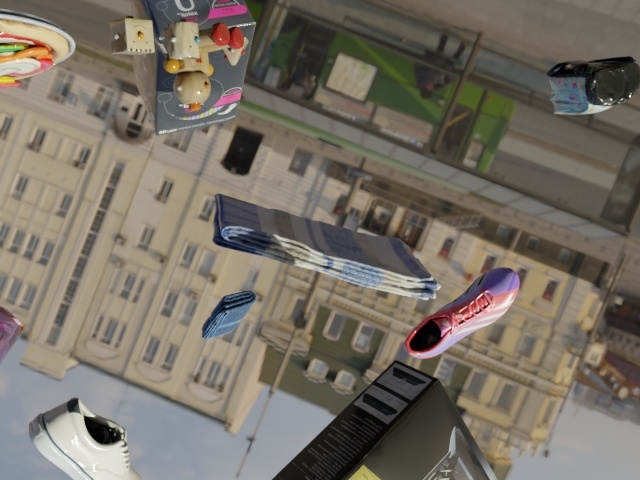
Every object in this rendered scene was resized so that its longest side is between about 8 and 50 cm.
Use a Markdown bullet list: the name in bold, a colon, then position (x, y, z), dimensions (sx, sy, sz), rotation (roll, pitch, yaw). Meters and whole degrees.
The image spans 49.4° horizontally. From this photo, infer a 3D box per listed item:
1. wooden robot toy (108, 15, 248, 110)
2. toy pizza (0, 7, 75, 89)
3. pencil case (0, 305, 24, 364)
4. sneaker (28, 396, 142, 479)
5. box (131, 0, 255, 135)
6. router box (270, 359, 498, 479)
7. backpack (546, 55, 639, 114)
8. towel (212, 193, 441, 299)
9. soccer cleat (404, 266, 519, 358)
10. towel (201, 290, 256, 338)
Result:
- **wooden robot toy**: position (-0.119, -0.163, 0.658), dimensions (0.076, 0.079, 0.173), rotation (3, -170, 26)
- **toy pizza**: position (-0.306, -0.148, 0.573), dimensions (0.201, 0.032, 0.201), rotation (-8, -178, 0)
- **pencil case**: position (-0.602, 0.231, 1.134), dimensions (0.124, 0.284, 0.124), rotation (23, 164, 7)
- **sneaker**: position (-0.340, 0.340, 1.094), dimensions (0.258, 0.091, 0.094), rotation (59, -179, -43)
- **box**: position (-0.228, -0.325, 1.209), dimensions (0.165, 0.143, 0.270), rotation (-17, 160, -20)
- **router box**: position (0.088, 0.326, 0.753), dimensions (0.081, 0.243, 0.308), rotation (14, 139, 59)
- **backpack**: position (0.571, -0.330, 1.495), dimensions (0.152, 0.115, 0.182), rotation (-10, -167, -21)
- **towel**: position (0.000, 0.000, 0.909), dimensions (0.285, 0.034, 0.209), rotation (15, -166, -12)
- **soccer cleat**: position (0.260, 0.138, 1.283), dimensions (0.083, 0.248, 0.095), rotation (57, -162, 16)
- **towel**: position (-0.155, 0.128, 1.174), dimensions (0.067, 0.119, 0.029), rotation (-13, -116, -37)
